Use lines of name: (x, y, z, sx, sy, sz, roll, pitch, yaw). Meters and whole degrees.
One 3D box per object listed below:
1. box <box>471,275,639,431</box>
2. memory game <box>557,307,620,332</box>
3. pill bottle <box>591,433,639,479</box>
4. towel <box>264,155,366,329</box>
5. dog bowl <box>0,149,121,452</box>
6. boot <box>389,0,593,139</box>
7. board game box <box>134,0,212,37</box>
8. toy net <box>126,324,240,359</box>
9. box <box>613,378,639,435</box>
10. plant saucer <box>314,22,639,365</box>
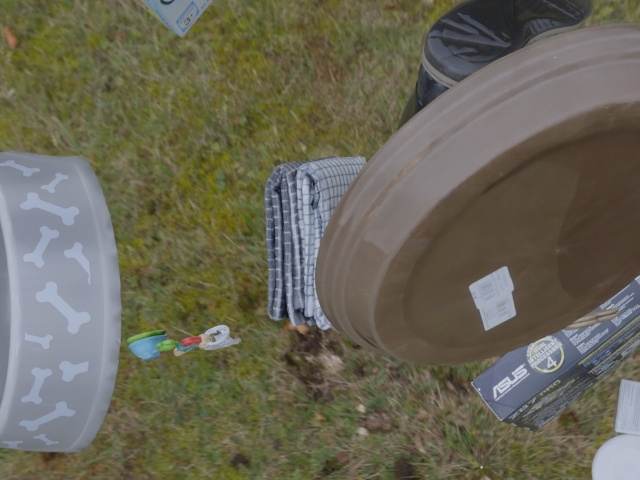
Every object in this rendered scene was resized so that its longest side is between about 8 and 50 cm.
box: (0.474, 0.178, 1.652, 0.395, 0.318, 0.097, -41, 67, 10)
memory game: (0.231, 0.098, 1.018, 0.186, 0.186, 0.012, -14, 84, 6)
pill bottle: (0.355, 0.269, 1.080, 0.086, 0.152, 0.086, -4, 74, 15)
towel: (0.000, 0.000, 1.619, 0.121, 0.235, 0.284, 1, 97, 22)
dog bowl: (-0.332, 0.064, 1.030, 0.102, 0.349, 0.349, -2, 71, -35)
boot: (0.227, -0.219, 1.352, 0.138, 0.284, 0.377, 37, 46, 14)
board game box: (-0.183, -0.310, 0.730, 0.275, 0.142, 0.144, 39, 89, 9)
toy net: (-0.231, 0.176, 1.718, 0.122, 0.232, 0.045, -28, 73, 41)
box: (0.599, 0.320, 1.765, 0.087, 0.101, 0.102, 7, 77, 17)
plant saucer: (0.130, -0.008, 0.577, 0.278, 0.278, 0.041, -29, 56, 2)
